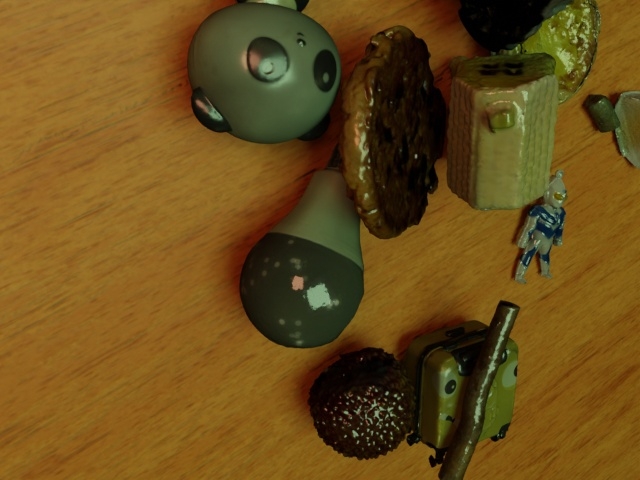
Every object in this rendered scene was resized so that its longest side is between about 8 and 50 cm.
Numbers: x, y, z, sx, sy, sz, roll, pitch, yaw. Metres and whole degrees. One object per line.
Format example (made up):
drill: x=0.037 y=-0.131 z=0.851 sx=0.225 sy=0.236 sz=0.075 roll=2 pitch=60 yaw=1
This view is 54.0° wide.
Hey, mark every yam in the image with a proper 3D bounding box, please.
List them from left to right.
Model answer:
yam: x=0.266 y=0.259 z=1.053 sx=0.045 sy=0.045 sz=0.326 roll=6 pitch=104 yaw=-52
yam: x=0.552 y=-0.246 z=1.228 sx=0.043 sy=0.043 sz=0.094 roll=-50 pitch=123 yaw=-7

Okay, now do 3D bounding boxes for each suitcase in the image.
suitcase: x=0.248 y=0.268 z=1.157 sx=0.194 sy=0.143 sz=0.234 roll=-10 pitch=112 yaw=-27

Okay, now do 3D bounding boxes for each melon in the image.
melon: x=0.674 y=-0.242 z=1.274 sx=0.139 sy=0.093 sz=0.202 roll=-47 pitch=128 yaw=-18

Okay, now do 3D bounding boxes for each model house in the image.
model house: x=0.260 y=-0.163 z=0.943 sx=0.234 sy=0.175 sz=0.193 roll=-53 pitch=145 yaw=-55

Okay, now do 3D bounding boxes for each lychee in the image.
lychee: x=0.073 y=0.275 z=1.041 sx=0.188 sy=0.188 sz=0.188 roll=-10 pitch=111 yaw=-28

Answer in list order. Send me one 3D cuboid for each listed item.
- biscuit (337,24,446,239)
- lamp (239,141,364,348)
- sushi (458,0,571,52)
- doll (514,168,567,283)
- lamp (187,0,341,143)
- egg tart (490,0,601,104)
biscuit: x=0.101 y=-0.150 z=0.901 sx=0.334 sy=0.081 sz=0.289 roll=-11 pitch=105 yaw=-64
lamp: x=0.000 y=0.013 z=0.940 sx=0.182 sy=0.182 sz=0.313 roll=48 pitch=54 yaw=-32
sushi: x=0.283 y=-0.460 z=0.814 sx=0.328 sy=0.328 sz=0.285 roll=-44 pitch=96 yaw=8
doll: x=0.436 y=-0.027 z=1.224 sx=0.114 sy=0.057 sz=0.227 roll=-4 pitch=110 yaw=-25
lamp: x=-0.067 y=-0.244 z=0.790 sx=0.198 sy=0.198 sz=0.243 roll=1 pitch=97 yaw=-31
egg tart: x=0.372 y=-0.336 z=1.062 sx=0.234 sy=0.094 sz=0.234 roll=-8 pitch=107 yaw=-27
